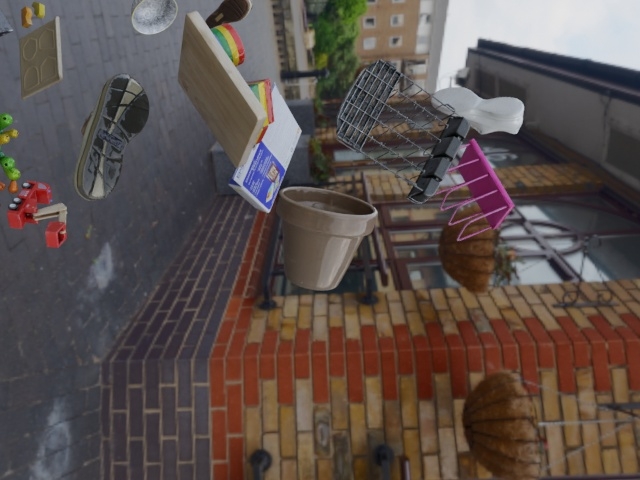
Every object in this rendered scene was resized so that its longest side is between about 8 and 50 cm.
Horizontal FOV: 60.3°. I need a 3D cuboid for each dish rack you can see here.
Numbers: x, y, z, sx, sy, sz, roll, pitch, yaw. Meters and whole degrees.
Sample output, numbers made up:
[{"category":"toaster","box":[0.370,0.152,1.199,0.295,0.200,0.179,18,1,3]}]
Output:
[{"category":"dish rack","box":[0.163,-0.225,1.128,0.208,0.271,0.074,-62,-165,-7]}]

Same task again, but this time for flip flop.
[{"category":"flip flop","box":[-0.417,-0.205,1.065,0.112,0.080,0.277,41,57,-55]}]

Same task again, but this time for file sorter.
[{"category":"file sorter","box":[0.525,-0.174,2.010,0.202,0.182,0.290,90,-22,-69]}]

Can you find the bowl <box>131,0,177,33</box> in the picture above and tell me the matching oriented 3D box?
[{"category":"bowl","box":[-0.596,-0.816,1.928,0.080,0.170,0.170,57,-6,14]}]

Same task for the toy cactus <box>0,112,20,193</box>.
[{"category":"toy cactus","box":[-0.779,-0.198,1.283,0.112,0.180,0.219,-16,127,-52]}]

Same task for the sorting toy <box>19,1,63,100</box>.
[{"category":"sorting toy","box":[-0.895,-0.624,1.768,0.041,0.229,0.307,7,73,-57]}]

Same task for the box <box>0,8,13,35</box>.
[{"category":"box","box":[-0.620,-0.398,0.904,0.156,0.093,0.158,-100,167,-65]}]

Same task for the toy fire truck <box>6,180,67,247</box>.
[{"category":"toy fire truck","box":[-0.652,-0.067,1.295,0.192,0.135,0.047,-95,-165,-50]}]

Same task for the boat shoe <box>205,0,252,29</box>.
[{"category":"boat shoe","box":[-0.355,-0.916,2.192,0.095,0.257,0.095,59,46,-26]}]

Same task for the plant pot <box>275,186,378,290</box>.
[{"category":"plant pot","box":[0.000,0.000,1.456,0.263,0.263,0.229,-87,-172,-72]}]

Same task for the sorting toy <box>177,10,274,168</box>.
[{"category":"sorting toy","box":[-0.195,-0.326,1.198,0.257,0.089,0.255,56,-23,3]}]

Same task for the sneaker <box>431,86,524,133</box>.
[{"category":"sneaker","box":[0.356,-0.287,1.270,0.080,0.212,0.094,-58,151,-21]}]

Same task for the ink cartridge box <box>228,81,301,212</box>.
[{"category":"ink cartridge box","box":[-0.171,-0.271,1.648,0.303,0.072,0.307,-68,160,-10]}]
